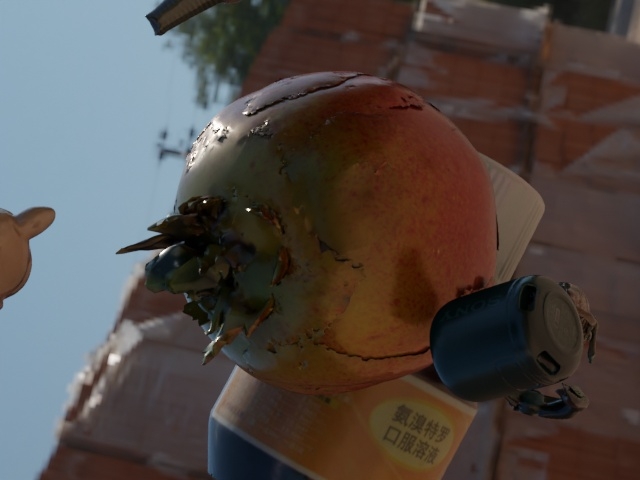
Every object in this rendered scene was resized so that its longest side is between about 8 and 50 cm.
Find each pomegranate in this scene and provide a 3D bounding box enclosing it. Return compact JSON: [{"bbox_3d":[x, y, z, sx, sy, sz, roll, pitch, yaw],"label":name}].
[{"bbox_3d":[0.000,0.000,0.851,0.235,0.210,0.210,-20,-51,-39],"label":"pomegranate"}]

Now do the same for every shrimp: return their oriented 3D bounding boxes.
[{"bbox_3d":[0.221,0.075,1.273,0.190,0.074,0.073,47,-131,-86],"label":"shrimp"}]

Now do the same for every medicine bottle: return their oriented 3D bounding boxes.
[{"bbox_3d":[0.059,0.089,1.368,0.242,0.242,0.395,32,-98,-81],"label":"medicine bottle"}]

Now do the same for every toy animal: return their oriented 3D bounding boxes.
[{"bbox_3d":[-0.468,0.025,1.824,0.166,0.154,0.250,-39,12,-36],"label":"toy animal"}]

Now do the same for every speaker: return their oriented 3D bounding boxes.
[{"bbox_3d":[0.110,0.069,0.755,0.094,0.075,0.060,59,-141,-13],"label":"speaker"}]

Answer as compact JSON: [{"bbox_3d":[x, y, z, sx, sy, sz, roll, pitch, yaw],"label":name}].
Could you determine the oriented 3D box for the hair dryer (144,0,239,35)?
[{"bbox_3d":[0.007,-0.181,0.733,0.220,0.195,0.054,-40,-60,-15],"label":"hair dryer"}]
